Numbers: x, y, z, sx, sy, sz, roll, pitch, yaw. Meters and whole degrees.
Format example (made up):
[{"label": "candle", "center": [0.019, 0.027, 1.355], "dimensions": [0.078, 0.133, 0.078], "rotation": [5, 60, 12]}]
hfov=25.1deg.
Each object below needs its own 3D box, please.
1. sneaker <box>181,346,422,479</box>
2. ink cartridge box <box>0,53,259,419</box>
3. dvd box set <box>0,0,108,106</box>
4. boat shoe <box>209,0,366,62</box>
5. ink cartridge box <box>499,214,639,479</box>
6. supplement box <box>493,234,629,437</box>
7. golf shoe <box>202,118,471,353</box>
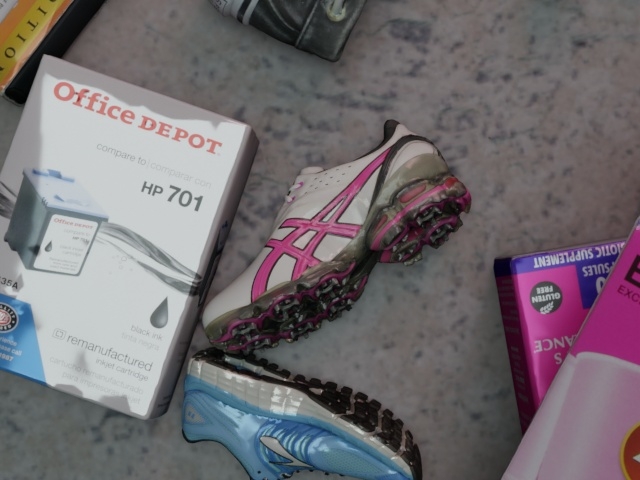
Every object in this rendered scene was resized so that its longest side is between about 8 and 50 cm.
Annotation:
[{"label": "sneaker", "center": [-0.013, 0.125, 0.903], "dimensions": [0.162, 0.063, 0.073], "rotation": [21, 102, 9]}, {"label": "ink cartridge box", "center": [-0.134, -0.002, 0.893], "dimensions": [0.140, 0.082, 0.190], "rotation": [19, 89, 2]}, {"label": "dvd box set", "center": [-0.268, -0.331, 0.923], "dimensions": [0.420, 0.062, 0.307], "rotation": [36, 88, 3]}, {"label": "boat shoe", "center": [0.057, -0.265, 0.896], "dimensions": [0.119, 0.121, 0.335], "rotation": [32, 99, -5]}, {"label": "ink cartridge box", "center": [0.198, 0.113, 0.727], "dimensions": [0.176, 0.069, 0.371], "rotation": [30, 109, 18]}, {"label": "supplement box", "center": [0.180, 0.109, 0.864], "dimensions": [0.111, 0.114, 0.220], "rotation": [-10, 89, 1]}, {"label": "golf shoe", "center": [0.000, 0.000, 0.904], "dimensions": [0.186, 0.067, 0.086], "rotation": [-34, 63, -2]}]
